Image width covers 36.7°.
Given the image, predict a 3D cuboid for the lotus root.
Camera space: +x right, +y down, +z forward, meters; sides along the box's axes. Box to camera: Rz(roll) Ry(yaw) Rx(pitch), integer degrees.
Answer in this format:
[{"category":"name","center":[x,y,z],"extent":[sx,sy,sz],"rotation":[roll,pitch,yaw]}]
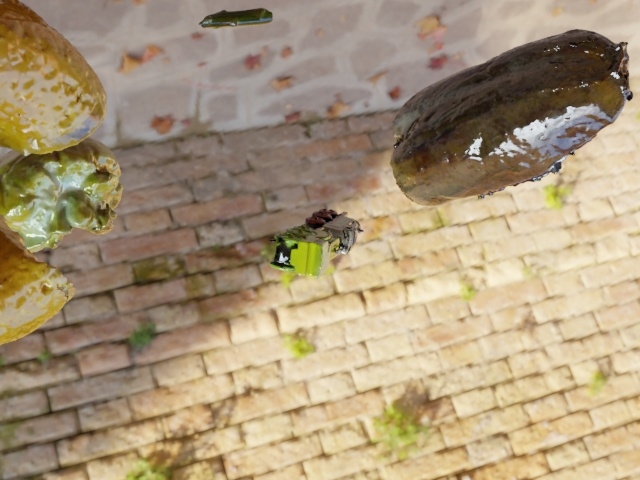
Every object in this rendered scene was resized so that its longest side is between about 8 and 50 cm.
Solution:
[{"category":"lotus root","center":[0.194,-0.141,1.096],"extent":[0.078,0.167,0.329],"rotation":[5,159,-44]}]

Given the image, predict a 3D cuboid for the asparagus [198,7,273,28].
[{"category":"asparagus","center":[-0.119,-0.308,1.337],"extent":[0.108,0.025,0.021],"rotation":[-11,-158,-22]}]

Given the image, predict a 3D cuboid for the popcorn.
[{"category":"popcorn","center":[-0.425,-0.081,1.532],"extent":[0.221,0.183,0.204],"rotation":[-23,-167,-10]}]

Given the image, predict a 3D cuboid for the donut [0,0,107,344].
[{"category":"donut","center":[-0.421,-0.062,1.028],"extent":[0.378,0.163,0.434],"rotation":[-5,116,-45]}]

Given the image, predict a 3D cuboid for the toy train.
[{"category":"toy train","center":[0.000,0.000,1.286],"extent":[0.085,0.053,0.250],"rotation":[11,-167,12]}]
